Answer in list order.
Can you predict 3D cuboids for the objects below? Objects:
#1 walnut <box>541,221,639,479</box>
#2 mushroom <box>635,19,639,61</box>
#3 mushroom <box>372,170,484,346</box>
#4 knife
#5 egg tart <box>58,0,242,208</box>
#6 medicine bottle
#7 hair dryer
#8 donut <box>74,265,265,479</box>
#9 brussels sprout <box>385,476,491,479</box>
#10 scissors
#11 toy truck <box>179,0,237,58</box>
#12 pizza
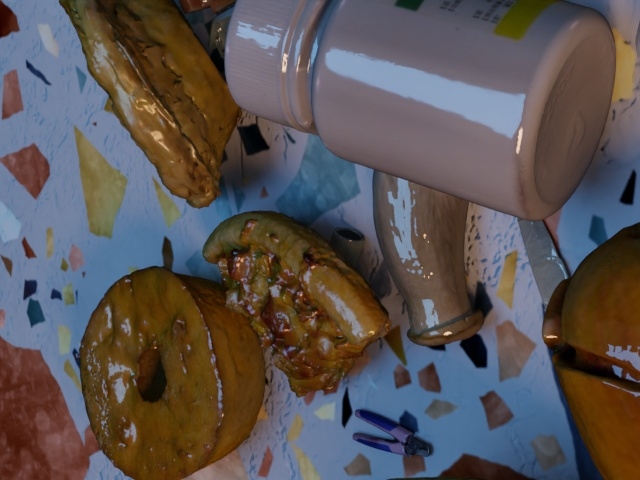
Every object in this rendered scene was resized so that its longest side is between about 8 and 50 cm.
[{"bbox_3d":[0.328,0.148,1.515,0.209,0.209,0.336,-32,80,42],"label":"walnut"},{"bbox_3d":[0.347,-0.240,1.526,0.097,0.088,0.212,-132,54,-70],"label":"mushroom"},{"bbox_3d":[0.110,-0.014,1.779,0.096,0.108,0.247,171,95,-78],"label":"mushroom"},{"bbox_3d":[0.254,0.091,1.702,0.047,0.017,0.298,-38,68,47],"label":"knife"},{"bbox_3d":[-0.187,-0.193,1.961,0.129,0.341,0.341,-33,67,1],"label":"egg tart"},{"bbox_3d":[0.093,-0.163,1.649,0.340,0.208,0.208,20,109,26],"label":"medicine bottle"},{"bbox_3d":[0.000,0.000,1.935,0.124,0.038,0.063,38,118,44],"label":"hair dryer"},{"bbox_3d":[-0.175,0.159,2.068,0.277,0.108,0.277,7,100,45],"label":"donut"},{"bbox_3d":[0.211,0.421,1.576,0.361,0.342,0.425,-7,94,18],"label":"brussels sprout"},{"bbox_3d":[0.079,0.219,1.892,0.113,0.012,0.039,17,106,42],"label":"scissors"},{"bbox_3d":[-0.019,-0.315,1.851,0.338,0.133,0.184,-18,94,47],"label":"toy truck"},{"bbox_3d":[-0.032,0.082,1.902,0.335,0.086,0.226,26,129,50],"label":"pizza"}]
